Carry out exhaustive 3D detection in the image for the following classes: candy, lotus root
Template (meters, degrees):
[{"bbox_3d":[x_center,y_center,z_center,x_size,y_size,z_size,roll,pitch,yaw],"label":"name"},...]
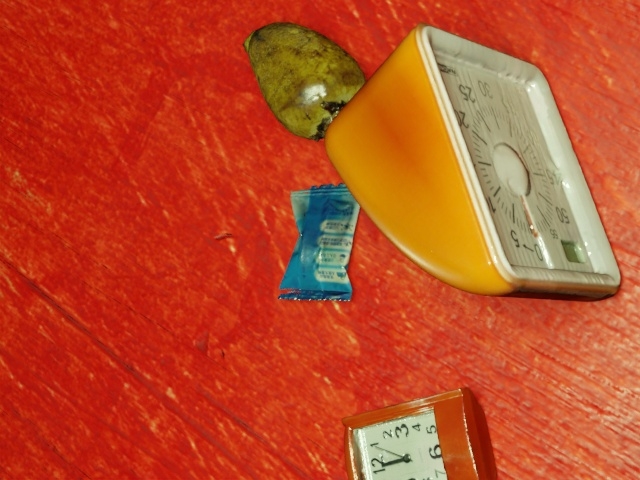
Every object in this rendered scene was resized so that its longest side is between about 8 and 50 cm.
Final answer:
[{"bbox_3d":[-0.001,0.000,1.456,0.088,0.038,0.136,-1,74,26],"label":"candy"},{"bbox_3d":[-0.028,-0.189,1.466,0.108,0.094,0.191,-33,59,-16],"label":"lotus root"}]

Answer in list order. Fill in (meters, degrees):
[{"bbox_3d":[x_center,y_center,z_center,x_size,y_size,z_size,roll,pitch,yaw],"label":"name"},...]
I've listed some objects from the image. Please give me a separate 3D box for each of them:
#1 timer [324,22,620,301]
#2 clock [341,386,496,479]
[{"bbox_3d":[0.160,-0.046,1.252,0.161,0.257,0.250,-43,64,25],"label":"timer"},{"bbox_3d":[0.100,0.222,1.362,0.155,0.061,0.113,-18,76,30],"label":"clock"}]
